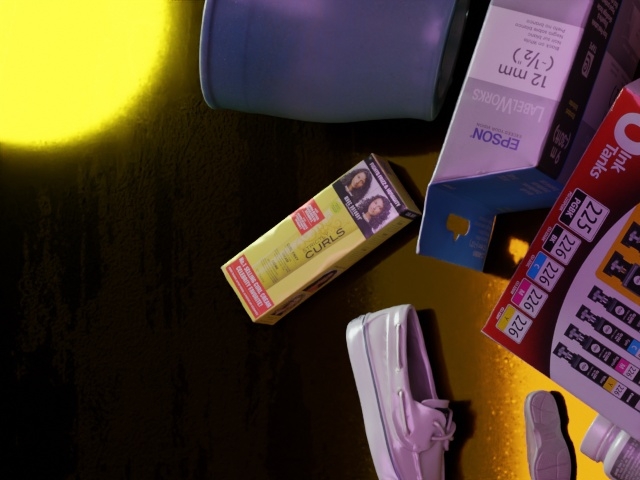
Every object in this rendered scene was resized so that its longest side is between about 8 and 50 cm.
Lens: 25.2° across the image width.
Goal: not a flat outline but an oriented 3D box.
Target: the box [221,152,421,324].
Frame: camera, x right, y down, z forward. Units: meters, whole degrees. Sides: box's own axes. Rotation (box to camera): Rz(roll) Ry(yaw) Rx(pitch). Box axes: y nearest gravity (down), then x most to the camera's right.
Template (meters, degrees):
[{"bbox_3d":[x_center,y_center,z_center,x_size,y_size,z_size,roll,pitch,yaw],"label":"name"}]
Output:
[{"bbox_3d":[0.000,0.000,1.684,0.232,0.058,0.087,-36,72,16],"label":"box"}]

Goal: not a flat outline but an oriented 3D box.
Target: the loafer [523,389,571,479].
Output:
[{"bbox_3d":[0.246,0.227,1.570,0.045,0.039,0.125,-5,84,-11],"label":"loafer"}]

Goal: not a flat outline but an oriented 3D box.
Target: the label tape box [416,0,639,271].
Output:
[{"bbox_3d":[0.231,-0.127,1.497,0.115,0.249,0.348,17,91,24],"label":"label tape box"}]

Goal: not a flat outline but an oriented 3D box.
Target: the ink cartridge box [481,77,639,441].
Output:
[{"bbox_3d":[0.359,0.031,1.428,0.271,0.130,0.309,34,120,16],"label":"ink cartridge box"}]

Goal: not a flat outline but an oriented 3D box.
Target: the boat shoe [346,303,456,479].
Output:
[{"bbox_3d":[0.107,0.202,1.601,0.088,0.096,0.268,-23,67,24],"label":"boat shoe"}]

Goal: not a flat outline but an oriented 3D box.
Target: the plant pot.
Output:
[{"bbox_3d":[0.029,-0.250,1.602,0.255,0.271,0.272,15,90,10],"label":"plant pot"}]

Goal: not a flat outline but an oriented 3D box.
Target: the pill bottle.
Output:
[{"bbox_3d":[0.346,0.233,1.500,0.137,0.078,0.078,34,97,22],"label":"pill bottle"}]
